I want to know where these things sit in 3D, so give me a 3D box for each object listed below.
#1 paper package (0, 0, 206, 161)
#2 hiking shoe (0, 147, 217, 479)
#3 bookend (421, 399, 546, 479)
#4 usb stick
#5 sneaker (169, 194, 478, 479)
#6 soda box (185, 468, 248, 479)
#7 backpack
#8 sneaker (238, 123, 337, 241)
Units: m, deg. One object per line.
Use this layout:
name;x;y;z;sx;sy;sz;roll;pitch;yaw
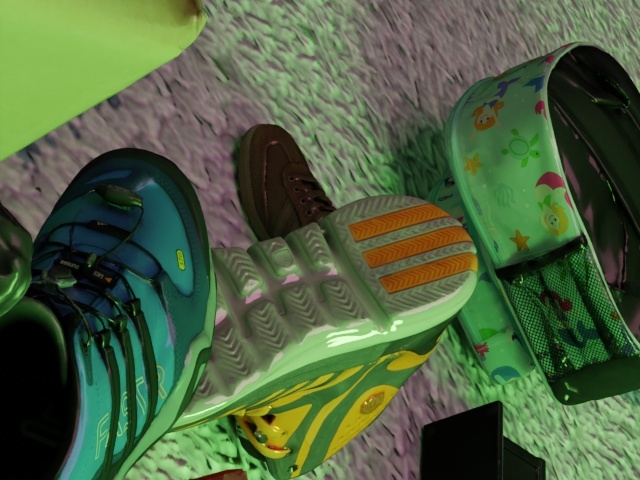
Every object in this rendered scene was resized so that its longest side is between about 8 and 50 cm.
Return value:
paper package;-0.276;-0.119;0.723;0.325;0.309;0.168;11;60;-50
hiking shoe;-0.120;0.056;0.865;0.113;0.132;0.304;12;51;4
bookend;0.147;0.226;1.282;0.157;0.072;0.156;36;45;-36
usb stick;-0.182;0.007;0.838;0.077;0.278;0.045;-33;102;-9
sneaker;-0.060;0.088;1.052;0.321;0.180;0.124;-11;55;-21
soda box;-0.061;0.267;0.971;0.083;0.092;0.263;-8;77;-53
backpack;0.193;-0.021;1.378;0.225;0.191;0.253;-41;112;-56
sneaker;0.000;0.000;1.219;0.066;0.071;0.188;0;72;-52
